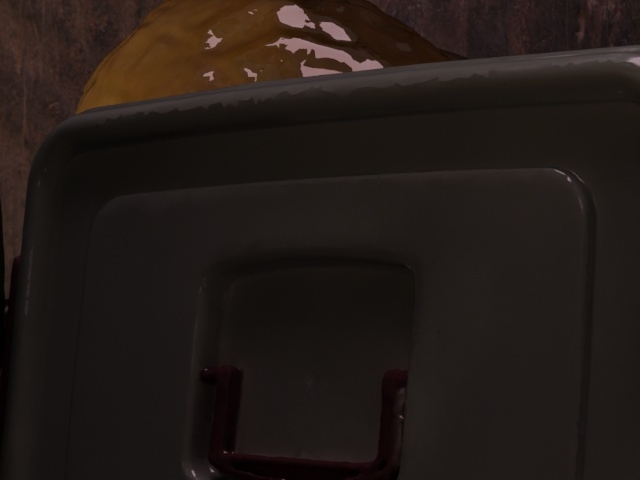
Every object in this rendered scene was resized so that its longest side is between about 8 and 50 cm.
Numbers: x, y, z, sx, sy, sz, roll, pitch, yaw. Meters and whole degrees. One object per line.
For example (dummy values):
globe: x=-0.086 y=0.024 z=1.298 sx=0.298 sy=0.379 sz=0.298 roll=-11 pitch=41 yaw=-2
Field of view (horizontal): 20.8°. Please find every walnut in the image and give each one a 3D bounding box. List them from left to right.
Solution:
walnut: x=-0.010 y=-0.009 z=1.201 sx=0.384 sy=0.383 sz=0.383 roll=0 pitch=-2 yaw=0

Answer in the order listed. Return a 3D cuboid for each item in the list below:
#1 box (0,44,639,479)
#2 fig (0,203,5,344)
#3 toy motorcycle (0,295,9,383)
box: x=0.042 y=0.054 z=0.586 sx=0.294 sy=0.193 sz=0.167 roll=-2 pitch=-11 yaw=41
fig: x=-0.239 y=0.007 z=0.615 sx=0.316 sy=0.316 sz=0.316 roll=0 pitch=-2 yaw=0
toy motorcycle: x=-0.069 y=0.084 z=0.871 sx=0.401 sy=0.134 sz=0.207 roll=-1 pitch=-1 yaw=-20
